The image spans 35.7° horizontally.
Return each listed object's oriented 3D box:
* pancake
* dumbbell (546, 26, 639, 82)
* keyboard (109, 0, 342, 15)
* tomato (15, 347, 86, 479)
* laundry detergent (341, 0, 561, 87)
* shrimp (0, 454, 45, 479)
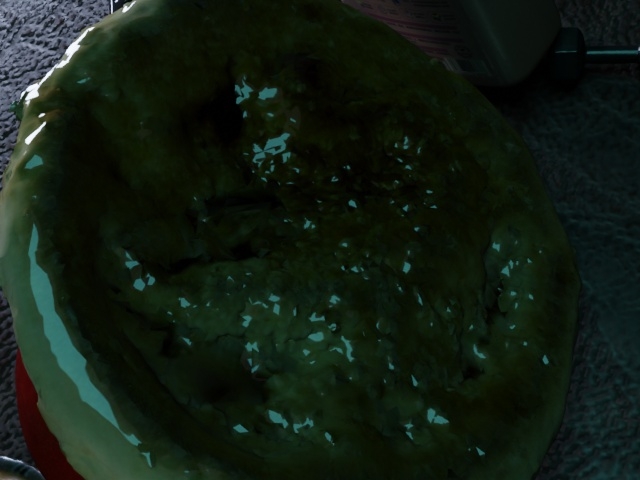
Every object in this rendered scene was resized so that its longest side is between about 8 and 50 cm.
[{"bbox_3d":[-0.001,0.001,0.528,0.356,0.065,0.356,12,57,-19],"label":"pancake"},{"bbox_3d":[0.192,-0.123,0.656,0.083,0.040,0.036,2,34,16],"label":"dumbbell"},{"bbox_3d":[-0.043,-0.211,0.768,0.262,0.016,0.106,-12,63,10],"label":"keyboard"},{"bbox_3d":[-0.087,0.076,0.582,0.195,0.136,0.195,-5,65,11],"label":"tomato"},{"bbox_3d":[0.037,-0.200,0.618,0.171,0.237,0.076,22,73,47],"label":"laundry detergent"},{"bbox_3d":[-0.240,0.254,0.587,0.290,0.054,0.222,-38,63,-4],"label":"shrimp"}]
